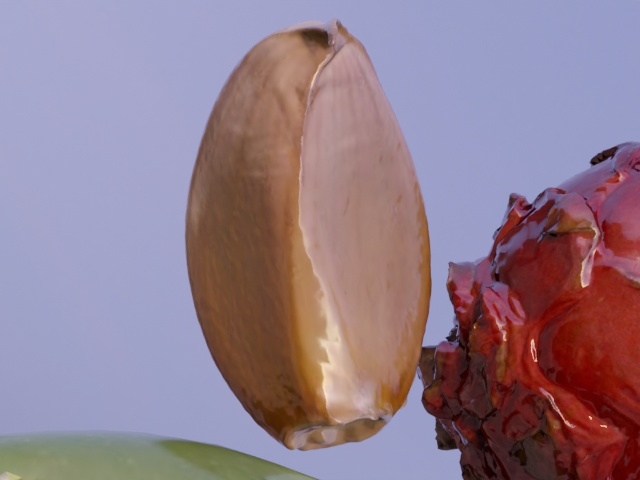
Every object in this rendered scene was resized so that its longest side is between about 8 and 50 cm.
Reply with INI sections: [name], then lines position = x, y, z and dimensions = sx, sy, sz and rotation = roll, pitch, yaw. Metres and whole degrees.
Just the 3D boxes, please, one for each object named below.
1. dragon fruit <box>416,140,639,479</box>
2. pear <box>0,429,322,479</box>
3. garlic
[dragon fruit]
position = 0.234, 0.072, 1.094
dimensions = 0.277, 0.342, 0.277
rotation = -22, 90, -83
[pear]
position = -0.108, 0.203, 0.637
dimensions = 0.318, 0.342, 0.239
rotation = -175, -95, -65
[garlic]
position = -0.003, -0.008, 0.870
dimensions = 0.164, 0.145, 0.245
rotation = -127, -148, -73
